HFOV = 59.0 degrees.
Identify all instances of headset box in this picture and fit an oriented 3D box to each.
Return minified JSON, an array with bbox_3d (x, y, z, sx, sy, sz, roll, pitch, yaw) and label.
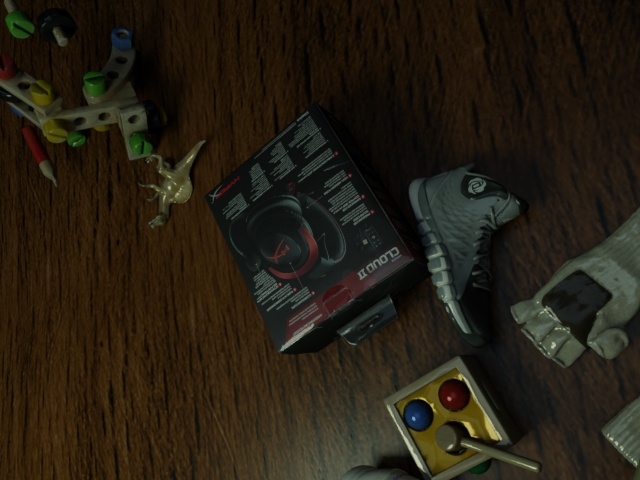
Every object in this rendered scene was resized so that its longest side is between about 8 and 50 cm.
[{"bbox_3d":[0.000,0.000,0.771,0.218,0.110,0.293,-38,65,17],"label":"headset box"}]

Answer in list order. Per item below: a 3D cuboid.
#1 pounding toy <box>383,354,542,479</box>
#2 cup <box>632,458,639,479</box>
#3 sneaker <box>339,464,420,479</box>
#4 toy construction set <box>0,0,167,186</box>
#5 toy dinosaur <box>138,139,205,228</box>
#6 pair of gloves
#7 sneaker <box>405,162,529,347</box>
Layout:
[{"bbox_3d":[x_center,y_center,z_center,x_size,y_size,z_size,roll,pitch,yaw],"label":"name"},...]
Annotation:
[{"bbox_3d":[0.163,0.214,0.647,0.130,0.100,0.141,-37,65,18],"label":"pounding toy"},{"bbox_3d":[0.367,0.302,0.425,0.331,0.331,0.237,35,118,29],"label":"cup"},{"bbox_3d":[0.065,0.401,0.604,0.152,0.114,0.305,-35,46,52],"label":"sneaker"},{"bbox_3d":[-0.414,-0.204,0.987,0.309,0.257,0.237,-45,70,37],"label":"toy construction set"},{"bbox_3d":[-0.253,-0.110,0.974,0.093,0.053,0.183,36,106,14],"label":"toy dinosaur"},{"bbox_3d":[0.351,0.107,0.602,0.204,0.042,0.240,-41,65,15],"label":"pair of gloves"},{"bbox_3d":[0.196,0.004,0.682,0.132,0.086,0.228,-23,69,20],"label":"sneaker"}]
